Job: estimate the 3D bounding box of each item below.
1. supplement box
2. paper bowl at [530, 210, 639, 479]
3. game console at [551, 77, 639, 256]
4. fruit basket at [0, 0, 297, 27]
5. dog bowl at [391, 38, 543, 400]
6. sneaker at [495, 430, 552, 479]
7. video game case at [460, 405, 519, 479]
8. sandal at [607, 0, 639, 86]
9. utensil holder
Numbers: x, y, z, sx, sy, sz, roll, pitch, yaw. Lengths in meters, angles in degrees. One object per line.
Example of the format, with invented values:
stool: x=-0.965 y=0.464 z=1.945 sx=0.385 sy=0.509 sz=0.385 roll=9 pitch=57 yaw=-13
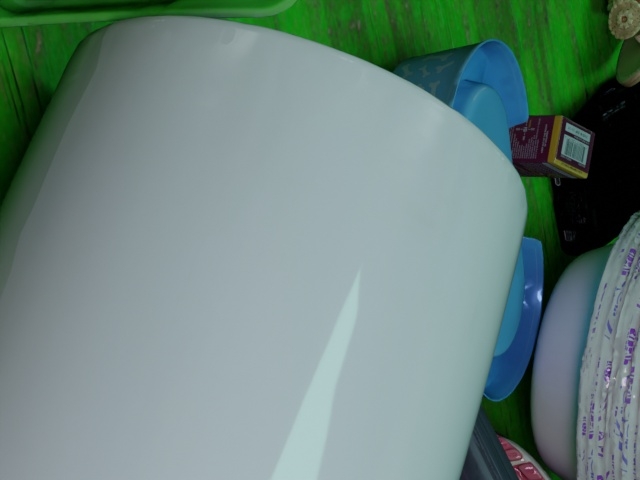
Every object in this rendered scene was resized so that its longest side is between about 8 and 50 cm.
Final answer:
supplement box: x=0.184 y=-0.080 z=1.423 sx=0.055 sy=0.083 sz=0.043 roll=19 pitch=79 yaw=-48
paper bowl: x=0.277 y=0.114 z=1.436 sx=0.284 sy=0.148 sz=0.284 roll=-31 pitch=125 yaw=-58
game console: x=0.314 y=0.018 z=1.613 sx=0.213 sy=0.044 sz=0.361 roll=-31 pitch=117 yaw=-43
fruit basket: x=-0.111 y=-0.303 z=0.912 sx=0.392 sy=0.283 sz=0.392 roll=-7 pitch=97 yaw=-63
dog bowl: x=0.110 y=-0.015 z=1.321 sx=0.166 sy=0.074 sz=0.297 roll=-46 pitch=133 yaw=-51
sneaker: x=0.188 y=0.281 z=1.457 sx=0.299 sy=0.121 sz=0.112 roll=58 pitch=16 yaw=-22
video game case: x=0.025 y=0.214 z=1.091 sx=0.026 sy=0.196 sz=0.274 roll=25 pitch=110 yaw=-23
sandal: x=0.298 y=-0.248 z=1.564 sx=0.079 sy=0.088 sz=0.240 roll=35 pitch=55 yaw=-10
utensil holder: x=-0.071 y=0.111 z=0.975 sx=0.327 sy=0.328 sz=0.385 roll=40 pitch=62 yaw=-43
